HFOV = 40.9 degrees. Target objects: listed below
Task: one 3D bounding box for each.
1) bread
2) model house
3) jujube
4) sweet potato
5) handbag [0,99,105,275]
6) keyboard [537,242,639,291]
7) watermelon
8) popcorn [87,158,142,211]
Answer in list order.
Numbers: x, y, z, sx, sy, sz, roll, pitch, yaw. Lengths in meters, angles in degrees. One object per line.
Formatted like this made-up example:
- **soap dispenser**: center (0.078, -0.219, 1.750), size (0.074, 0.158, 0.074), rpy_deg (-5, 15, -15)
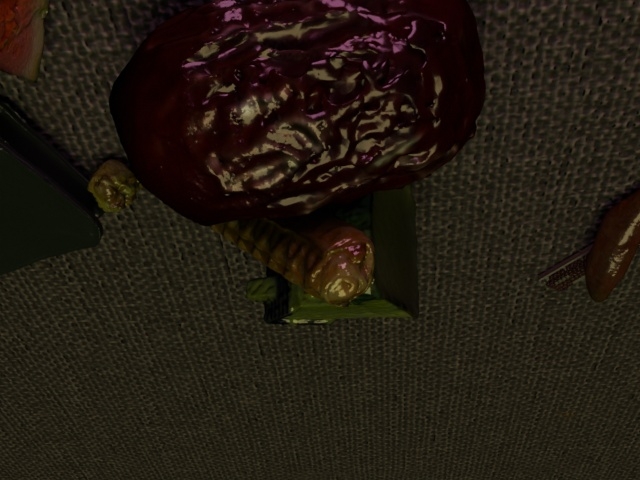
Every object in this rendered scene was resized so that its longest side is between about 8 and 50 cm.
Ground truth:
- **bread**: center (-0.049, -0.013, 0.991), size (0.077, 0.367, 0.084), rpy_deg (15, 97, -31)
- **model house**: center (0.000, 0.000, 1.074), size (0.212, 0.193, 0.170), rpy_deg (-7, 164, 26)
- **jujube**: center (-0.024, -0.136, 0.875), size (0.377, 0.258, 0.258), rpy_deg (-4, 144, 17)
- **sweet potato**: center (0.419, -0.007, 1.175), size (0.078, 0.058, 0.255), rpy_deg (24, 129, 1)
- **handbag**: center (-0.438, -0.056, 1.109), size (0.260, 0.079, 0.247), rpy_deg (-17, 140, 22)
- **keyboard**: center (0.400, 0.029, 1.268), size (0.055, 0.017, 0.166), rpy_deg (25, 136, -28)
- **watermelon**: center (-0.344, -0.249, 0.842), size (0.193, 0.137, 0.145), rpy_deg (16, 97, -35)
- **popcorn**: center (-0.259, -0.070, 1.106), size (0.060, 0.068, 0.083), rpy_deg (2, -177, 29)
